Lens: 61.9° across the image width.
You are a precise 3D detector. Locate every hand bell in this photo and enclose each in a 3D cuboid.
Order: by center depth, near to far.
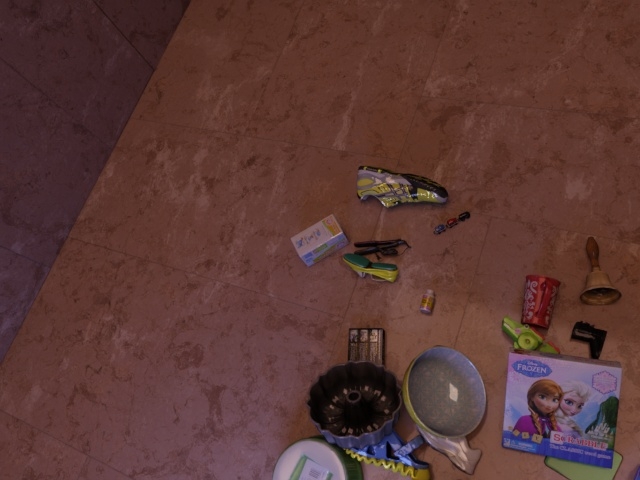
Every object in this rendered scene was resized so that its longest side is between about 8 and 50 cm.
[{"bbox_3d":[0.952,0.088,1.843,0.126,0.126,0.241,-2,55,19],"label":"hand bell"}]

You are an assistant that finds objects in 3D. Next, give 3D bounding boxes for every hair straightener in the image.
[{"bbox_3d":[0.246,0.043,2.132,0.231,0.047,0.089,-4,63,13],"label":"hair straightener"}]

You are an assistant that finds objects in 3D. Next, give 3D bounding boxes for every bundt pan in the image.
[{"bbox_3d":[0.122,0.568,1.817,0.331,0.124,0.330,-9,34,6],"label":"bundt pan"}]

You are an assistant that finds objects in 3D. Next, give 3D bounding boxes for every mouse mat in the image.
[{"bbox_3d":[0.819,0.685,1.666,0.190,0.007,0.152,28,78,27],"label":"mouse mat"}]

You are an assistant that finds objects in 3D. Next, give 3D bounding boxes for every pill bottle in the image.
[{"bbox_3d":[0.401,0.226,1.993,0.043,0.043,0.083,11,71,23],"label":"pill bottle"}]

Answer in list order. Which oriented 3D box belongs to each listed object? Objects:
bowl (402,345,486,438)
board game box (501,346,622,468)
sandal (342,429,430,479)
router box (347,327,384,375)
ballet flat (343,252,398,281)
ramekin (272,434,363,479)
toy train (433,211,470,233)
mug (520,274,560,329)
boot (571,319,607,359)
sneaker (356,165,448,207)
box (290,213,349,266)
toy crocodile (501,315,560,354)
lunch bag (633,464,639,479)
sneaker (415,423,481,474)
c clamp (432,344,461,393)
[{"bbox_3d":[0.386,0.512,1.780,0.290,0.156,0.289,7,65,-15],"label":"bowl"},{"bbox_3d":[0.738,0.512,1.652,0.319,0.066,0.317,4,97,21],"label":"board game box"},{"bbox_3d":[0.223,0.697,1.801,0.318,0.126,0.138,12,81,14],"label":"sandal"},{"bbox_3d":[0.170,0.418,1.988,0.133,0.046,0.178,-3,67,17],"label":"router box"},{"bbox_3d":[0.193,0.115,2.100,0.231,0.077,0.077,13,29,21],"label":"ballet flat"},{"bbox_3d":[-0.017,0.819,1.818,0.304,0.148,0.303,-7,65,16],"label":"ramekin"},{"bbox_3d":[0.513,-0.070,2.088,0.158,0.036,0.027,-29,61,6],"label":"toy train"},{"bbox_3d":[0.743,0.209,1.828,0.113,0.150,0.169,7,74,37],"label":"mug"},{"bbox_3d":[0.888,0.331,1.776,0.099,0.045,0.121,18,67,23],"label":"boot"},{"bbox_3d":[0.329,-0.201,2.177,0.385,0.145,0.147,17,105,22],"label":"sneaker"},{"bbox_3d":[0.000,0.000,2.192,0.203,0.114,0.103,-30,60,4],"label":"box"},{"bbox_3d":[0.743,0.375,1.770,0.105,0.115,0.340,-42,63,-6],"label":"toy crocodile"},{"bbox_3d":[0.973,0.825,1.494,0.221,0.138,0.293,23,86,24],"label":"lunch bag"},{"bbox_3d":[0.429,0.663,1.777,0.232,0.090,0.115,35,75,19],"label":"sneaker"},{"bbox_3d":[0.441,0.455,1.895,0.137,0.022,0.160,2,70,26],"label":"c clamp"}]
